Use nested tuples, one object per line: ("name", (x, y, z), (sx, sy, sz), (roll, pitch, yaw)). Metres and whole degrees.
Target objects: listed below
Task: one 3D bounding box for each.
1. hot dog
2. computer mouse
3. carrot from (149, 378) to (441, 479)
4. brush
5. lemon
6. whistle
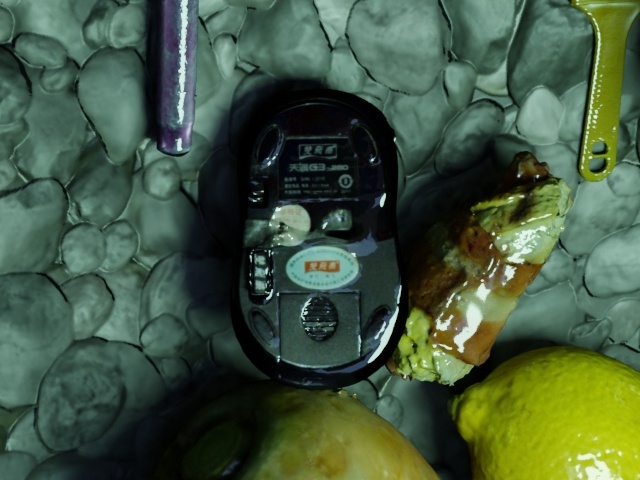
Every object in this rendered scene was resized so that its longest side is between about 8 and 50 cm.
("hot dog", (0.120, 0.023, 1.430), (0.103, 0.146, 0.213), (33, 92, 10))
("computer mouse", (0.000, 0.000, 1.385), (0.137, 0.096, 0.233), (3, 88, -4))
("carrot", (0.019, 0.266, 1.440), (0.224, 0.224, 0.340), (-42, 119, 2))
("brush", (0.239, -0.151, 1.461), (0.082, 0.010, 0.218), (-5, 114, -17))
("lemon", (0.215, 0.185, 1.494), (0.244, 0.187, 0.187), (33, 99, -22))
("whistle", (-0.108, -0.149, 1.336), (0.033, 0.033, 0.176), (-3, 113, -17))
